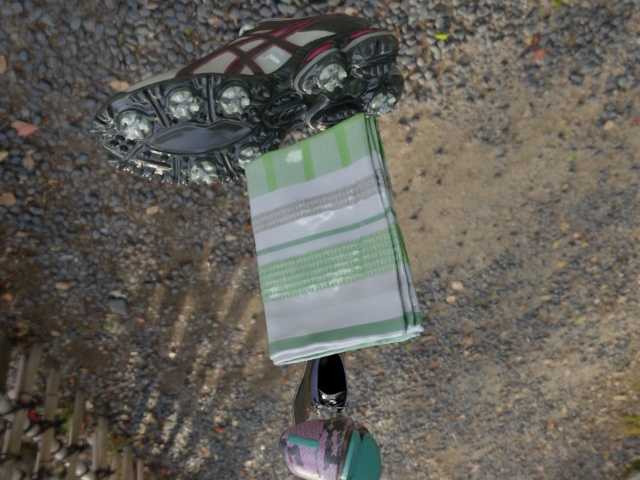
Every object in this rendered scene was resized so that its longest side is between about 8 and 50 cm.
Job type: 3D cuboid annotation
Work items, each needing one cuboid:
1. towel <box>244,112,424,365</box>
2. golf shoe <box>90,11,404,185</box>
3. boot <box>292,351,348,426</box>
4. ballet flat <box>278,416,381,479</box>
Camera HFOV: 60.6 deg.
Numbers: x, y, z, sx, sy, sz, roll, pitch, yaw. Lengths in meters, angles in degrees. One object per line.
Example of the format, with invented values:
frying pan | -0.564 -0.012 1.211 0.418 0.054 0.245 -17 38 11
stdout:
towel | 0.000 0.000 0.370 0.113 0.151 0.023 -17 165 25
golf shoe | -0.064 -0.133 0.492 0.273 0.120 0.105 -18 139 -12
boot | -0.002 0.247 0.831 0.082 0.219 0.106 5 177 -1
ballet flat | 0.010 0.211 0.540 0.079 0.076 0.221 11 156 19
